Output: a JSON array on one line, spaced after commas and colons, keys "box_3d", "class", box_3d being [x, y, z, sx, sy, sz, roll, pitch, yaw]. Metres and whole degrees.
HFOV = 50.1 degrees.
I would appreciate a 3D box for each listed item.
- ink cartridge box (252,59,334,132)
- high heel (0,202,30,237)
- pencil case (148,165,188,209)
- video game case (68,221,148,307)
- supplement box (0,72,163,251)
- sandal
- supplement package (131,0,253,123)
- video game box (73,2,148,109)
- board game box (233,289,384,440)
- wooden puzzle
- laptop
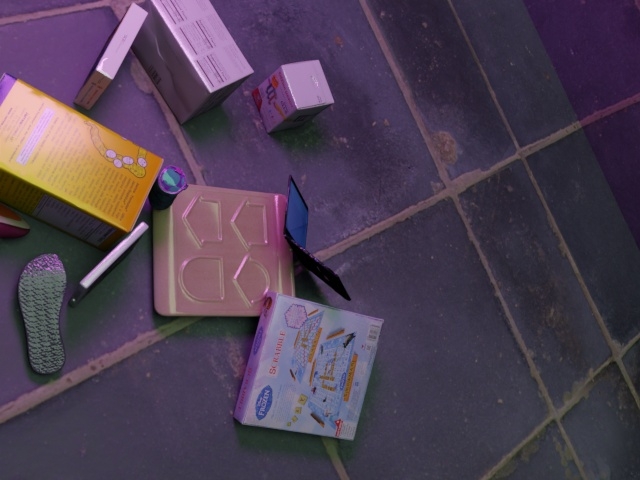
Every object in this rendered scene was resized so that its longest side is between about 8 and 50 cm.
[{"box_3d": [-0.075, -0.387, 1.841, 0.127, 0.176, 0.128, -19, 87, -35], "class": "ink cartridge box"}, {"box_3d": [-0.782, -0.024, 1.349, 0.377, 0.127, 0.181, 21, 105, -42], "class": "high heel"}, {"box_3d": [-0.344, -0.117, 1.536, 0.064, 0.152, 0.070, 45, 65, -9], "class": "pencil case"}, {"box_3d": [-0.457, 0.054, 1.472, 0.022, 0.173, 0.190, 43, 58, -8], "class": "video game case"}, {"box_3d": [-0.556, -0.154, 1.457, 0.357, 0.194, 0.195, 30, 63, -23], "class": "supplement box"}, {"box_3d": [-0.588, 0.153, 1.443, 0.097, 0.054, 0.254, 2, 85, -25], "class": "sandal"}, {"box_3d": [-0.326, -0.459, 1.685, 0.145, 0.204, 0.261, -35, 96, -34], "class": "supplement package"}, {"box_3d": [-0.486, -0.423, 1.583, 0.048, 0.187, 0.205, 29, 63, -23], "class": "video game box"}, {"box_3d": [-0.023, 0.312, 1.690, 0.318, 0.066, 0.318, 18, 84, -28], "class": "board game box"}, {"box_3d": [-0.240, 0.031, 1.683, 0.348, 0.080, 0.321, 3, 74, -27], "class": "wooden puzzle"}, {"box_3d": [0.000, 0.000, 1.726, 0.264, 0.234, 0.136, 38, 82, 20], "class": "laptop"}]
